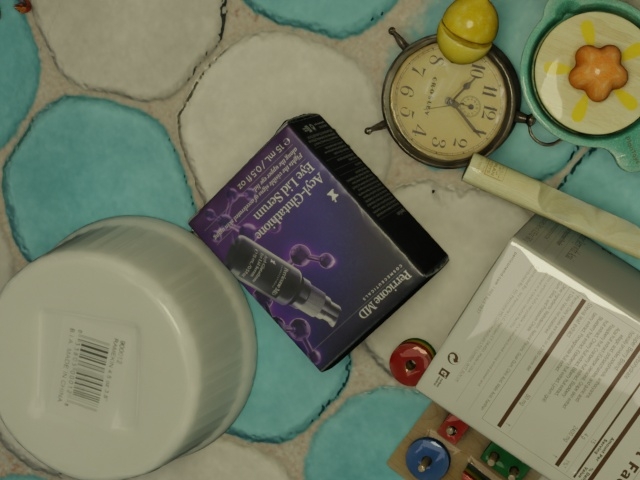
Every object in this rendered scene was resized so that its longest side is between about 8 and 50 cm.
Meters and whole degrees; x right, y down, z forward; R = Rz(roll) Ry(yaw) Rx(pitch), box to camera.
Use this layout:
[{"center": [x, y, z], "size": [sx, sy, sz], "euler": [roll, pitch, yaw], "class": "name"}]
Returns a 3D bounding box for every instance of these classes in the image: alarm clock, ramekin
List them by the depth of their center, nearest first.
[{"center": [0.146, -0.130, 1.327], "size": [0.192, 0.064, 0.129], "euler": [18, 105, 16], "class": "alarm clock"}, {"center": [-0.218, 0.119, 1.453], "size": [0.277, 0.135, 0.277], "euler": [3, 101, 18], "class": "ramekin"}]

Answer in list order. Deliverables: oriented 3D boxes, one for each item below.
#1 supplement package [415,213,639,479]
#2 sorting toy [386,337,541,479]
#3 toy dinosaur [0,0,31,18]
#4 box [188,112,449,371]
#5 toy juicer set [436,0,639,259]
[{"center": [0.270, 0.129, 1.275], "size": [0.293, 0.177, 0.175], "euler": [34, 108, 9], "class": "supplement package"}, {"center": [0.159, 0.229, 1.400], "size": [0.274, 0.046, 0.132], "euler": [37, 109, 8], "class": "sorting toy"}, {"center": [-0.340, -0.279, 1.470], "size": [0.082, 0.047, 0.090], "euler": [24, 97, -7], "class": "toy dinosaur"}, {"center": [0.000, 0.000, 1.375], "size": [0.207, 0.108, 0.153], "euler": [47, 109, 5], "class": "box"}, {"center": [0.208, -0.151, 1.238], "size": [0.209, 0.089, 0.329], "euler": [3, 91, 0], "class": "toy juicer set"}]
